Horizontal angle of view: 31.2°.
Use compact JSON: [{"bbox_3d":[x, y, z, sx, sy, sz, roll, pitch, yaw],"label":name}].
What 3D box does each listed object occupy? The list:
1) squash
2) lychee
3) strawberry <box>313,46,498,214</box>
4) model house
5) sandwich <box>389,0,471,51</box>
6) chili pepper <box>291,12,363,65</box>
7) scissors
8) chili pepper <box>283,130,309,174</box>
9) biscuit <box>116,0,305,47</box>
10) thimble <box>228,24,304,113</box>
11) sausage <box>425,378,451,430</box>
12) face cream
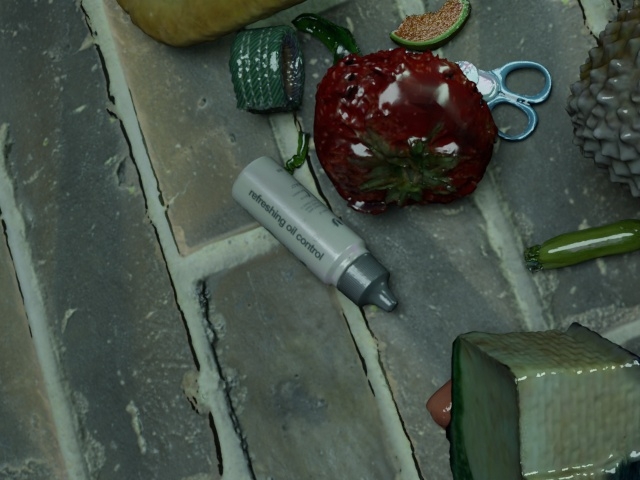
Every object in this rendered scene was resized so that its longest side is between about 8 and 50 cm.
[{"bbox_3d":[0.381,0.008,1.637,0.184,0.052,0.052,-16,74,14],"label":"squash"},{"bbox_3d":[0.533,-0.190,1.467,0.432,0.380,0.380,-1,77,34],"label":"lychee"},{"bbox_3d":[0.114,-0.179,1.673,0.274,0.274,0.220,-8,44,14],"label":"strawberry"},{"bbox_3d":[0.338,0.271,1.515,0.284,0.243,0.298,-5,103,-12],"label":"model house"},{"bbox_3d":[0.175,-0.329,1.779,0.135,0.029,0.067,-22,68,11],"label":"sandwich"},{"bbox_3d":[0.025,-0.294,1.804,0.073,0.050,0.182,-32,69,14],"label":"chili pepper"},{"bbox_3d":[0.219,-0.242,1.746,0.256,0.030,0.125,22,88,17],"label":"scissors"},{"bbox_3d":[-0.037,-0.133,1.803,0.027,0.022,0.083,26,84,-14],"label":"chili pepper"},{"bbox_3d":[-0.189,-0.529,1.816,0.446,0.104,0.429,-16,81,34],"label":"biscuit"},{"bbox_3d":[-0.082,-0.266,1.793,0.090,0.118,0.135,-2,93,20],"label":"thimble"},{"bbox_3d":[0.222,0.207,1.632,0.154,0.062,0.062,-41,71,4],"label":"sausage"},{"bbox_3d":[0.000,0.000,1.726,0.311,0.092,0.092,43,92,18],"label":"face cream"}]
